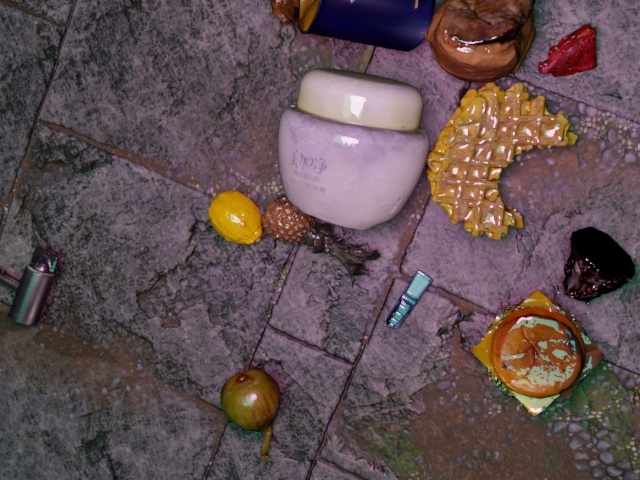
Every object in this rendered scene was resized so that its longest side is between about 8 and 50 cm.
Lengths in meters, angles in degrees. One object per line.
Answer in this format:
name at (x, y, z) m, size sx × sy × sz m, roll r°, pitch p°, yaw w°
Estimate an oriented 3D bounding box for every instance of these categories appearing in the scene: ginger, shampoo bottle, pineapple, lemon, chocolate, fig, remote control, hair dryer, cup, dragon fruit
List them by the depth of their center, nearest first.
ginger at (0.329, -0.422, 1.528) m, size 0.200 × 0.223 × 0.269 m, roll 20°, pitch 60°, yaw 19°
cup at (0.102, -0.546, 1.565) m, size 0.256 × 0.178 × 0.254 m, roll 6°, pitch 86°, yaw -19°
shampoo bottle at (0.067, -0.195, 1.566) m, size 0.323 × 0.322 × 0.317 m, roll 13°, pitch 110°, yaw 11°
dragon fruit at (0.531, -0.407, 1.575) m, size 0.131 × 0.063 × 0.097 m, roll -13°, pitch 91°, yaw 13°
chocolate at (0.575, 0.071, 1.584) m, size 0.156 × 0.156 × 0.133 m, roll 35°, pitch 128°, yaw 8°
ginger at (-0.067, -0.618, 1.672) m, size 0.133 × 0.107 × 0.309 m, roll 1°, pitch 92°, yaw 11°
pineapple at (0.000, 0.000, 1.705) m, size 0.277 × 0.130 × 0.119 m, roll 31°, pitch 71°, yaw 11°
remote control at (0.204, 0.142, 1.710) m, size 0.043 × 0.027 × 0.152 m, roll 34°, pitch 99°, yaw 12°
lemon at (-0.198, -0.053, 1.739) m, size 0.155 × 0.114 × 0.114 m, roll 41°, pitch 102°, yaw 11°
fig at (-0.150, 0.400, 1.764) m, size 0.142 × 0.148 × 0.186 m, roll -37°, pitch 124°, yaw -1°
hair dryer at (-0.811, 0.083, 1.917) m, size 0.248 × 0.078 × 0.195 m, roll 24°, pitch 98°, yaw 15°

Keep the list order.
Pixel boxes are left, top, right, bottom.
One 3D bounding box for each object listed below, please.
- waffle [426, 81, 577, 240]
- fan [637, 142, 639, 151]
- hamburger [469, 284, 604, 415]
waffle at (0.375, -0.173, 1.583) m, size 0.261 × 0.151 × 0.324 m, roll 30°, pitch 98°, yaw 6°
fan at (0.846, -0.213, 1.545) m, size 0.335 × 0.011 × 0.229 m, roll -6°, pitch 93°, yaw 13°
hamburger at (0.470, 0.232, 1.597) m, size 0.262 × 0.139 × 0.243 m, roll -42°, pitch 87°, yaw 16°
